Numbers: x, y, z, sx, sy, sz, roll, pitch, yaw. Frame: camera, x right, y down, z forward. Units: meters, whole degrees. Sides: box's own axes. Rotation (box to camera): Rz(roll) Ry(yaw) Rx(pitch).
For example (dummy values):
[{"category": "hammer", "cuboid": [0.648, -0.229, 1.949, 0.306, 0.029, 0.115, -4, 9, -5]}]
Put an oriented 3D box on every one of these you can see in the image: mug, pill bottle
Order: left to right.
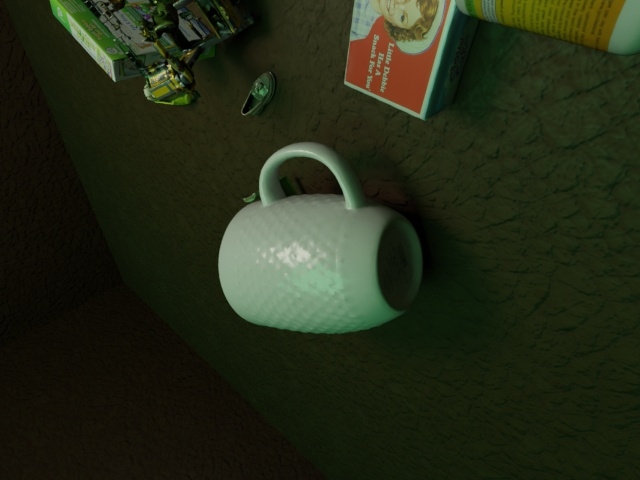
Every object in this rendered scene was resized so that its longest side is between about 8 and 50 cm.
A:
[{"category": "mug", "cuboid": [0.000, 0.000, 0.775, 0.328, 0.276, 0.373, -1, 112, 40]}, {"category": "pill bottle", "cuboid": [0.265, -0.255, 0.373, 0.246, 0.136, 0.136, 34, 139, 28]}]

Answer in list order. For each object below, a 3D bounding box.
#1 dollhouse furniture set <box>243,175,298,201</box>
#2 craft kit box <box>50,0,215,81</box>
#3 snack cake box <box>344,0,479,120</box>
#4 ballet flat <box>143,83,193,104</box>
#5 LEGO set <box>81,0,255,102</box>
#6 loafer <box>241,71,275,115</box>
[{"category": "dollhouse furniture set", "cuboid": [-0.116, -0.109, 0.988, 0.152, 0.076, 0.058, -15, 107, 52]}, {"category": "craft kit box", "cuboid": [-0.406, -0.474, 0.894, 0.250, 0.247, 0.061, 47, 143, 14]}, {"category": "snack cake box", "cuboid": [0.129, -0.316, 0.527, 0.152, 0.089, 0.264, 34, 139, 26]}, {"category": "ballet flat", "cuboid": [-0.443, -0.416, 1.127, 0.231, 0.077, 0.077, 23, 133, 38]}, {"category": "LEGO set", "cuboid": [-0.261, -0.432, 0.703, 0.192, 0.254, 0.331, -12, 127, 26]}, {"category": "loafer", "cuboid": [-0.137, -0.313, 0.882, 0.045, 0.039, 0.125, 55, 145, 3]}]
